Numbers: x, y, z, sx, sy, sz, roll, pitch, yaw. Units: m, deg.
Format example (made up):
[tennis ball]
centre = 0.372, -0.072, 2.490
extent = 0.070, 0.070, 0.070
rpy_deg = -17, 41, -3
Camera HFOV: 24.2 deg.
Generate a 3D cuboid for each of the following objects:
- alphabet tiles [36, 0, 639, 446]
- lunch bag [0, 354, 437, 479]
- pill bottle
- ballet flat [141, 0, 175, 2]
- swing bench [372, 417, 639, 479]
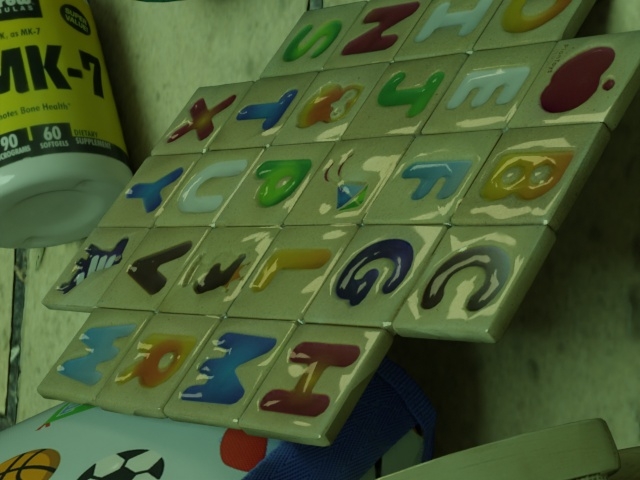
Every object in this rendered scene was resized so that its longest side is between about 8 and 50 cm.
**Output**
[alphabet tiles]
centre = -0.003, -0.027, 0.746
extent = 0.343, 0.011, 0.285
rpy_deg = 1, 49, 49
[lunch bag]
centre = -0.143, 0.217, 0.757
extent = 0.385, 0.328, 0.239
rpy_deg = -36, 91, 42
[pill bottle]
centre = -0.207, -0.110, 1.037
extent = 0.119, 0.119, 0.208
rpy_deg = -37, 61, 41
[ballet flat]
centre = 0.007, -0.263, 0.775
extent = 0.483, 0.164, 0.182
rpy_deg = -10, 78, 52
[swing bench]
centre = 0.121, 0.204, 0.532
extent = 0.165, 0.255, 0.253
rpy_deg = -37, 61, 41
